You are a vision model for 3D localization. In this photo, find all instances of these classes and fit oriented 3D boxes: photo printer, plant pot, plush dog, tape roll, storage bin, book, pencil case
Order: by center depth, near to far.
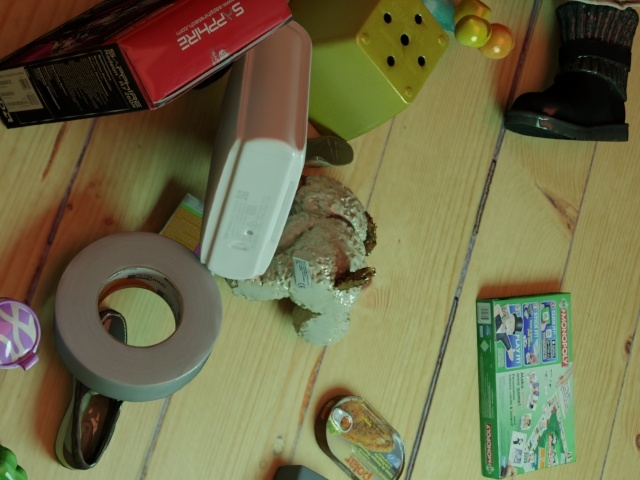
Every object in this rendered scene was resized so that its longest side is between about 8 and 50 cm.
[{"bbox_3d":[-0.402,0.112,1.460,0.086,0.206,0.088,-48,112,-22],"label":"pencil case"},{"bbox_3d":[-0.243,0.100,1.605,0.219,0.072,0.219,6,63,-12],"label":"tape roll"},{"bbox_3d":[-0.086,-0.139,1.647,0.107,0.256,0.307,12,44,-9],"label":"photo printer"},{"bbox_3d":[-0.187,0.017,1.712,0.096,0.035,0.144,30,67,7],"label":"book"},{"bbox_3d":[0.000,0.000,1.818,0.262,0.211,0.225,35,45,-33],"label":"plush dog"},{"bbox_3d":[-0.018,0.403,1.846,0.135,0.098,0.091,34,58,-34],"label":"storage bin"},{"bbox_3d":[0.066,-0.295,1.857,0.212,0.187,0.212,47,63,-29],"label":"plant pot"}]

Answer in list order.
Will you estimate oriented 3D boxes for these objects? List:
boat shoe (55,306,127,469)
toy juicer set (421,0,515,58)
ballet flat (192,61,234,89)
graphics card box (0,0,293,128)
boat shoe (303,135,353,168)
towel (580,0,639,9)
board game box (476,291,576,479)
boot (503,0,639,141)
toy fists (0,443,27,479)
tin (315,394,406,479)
[{"bbox_3d":[-0.295,0.201,1.628,0.080,0.073,0.223,21,76,-37],"label":"boat shoe"},{"bbox_3d":[0.175,-0.369,1.952,0.329,0.209,0.089,20,114,-36],"label":"toy juicer set"},{"bbox_3d":[-0.147,-0.283,1.783,0.173,0.049,0.057,-50,161,-27],"label":"ballet flat"},{"bbox_3d":[-0.237,-0.237,1.490,0.233,0.371,0.094,-39,113,-32],"label":"graphics card box"},{"bbox_3d":[-0.011,-0.137,1.883,0.135,0.045,0.050,3,81,-35],"label":"boat shoe"},{"bbox_3d":[0.467,-0.482,2.200,0.282,0.187,0.049,-1,123,-37],"label":"towel"},{"bbox_3d":[0.375,0.258,2.193,0.213,0.046,0.317,-2,91,-40],"label":"board game box"},{"bbox_3d":[0.458,-0.314,2.209,0.348,0.131,0.260,-3,98,-50],"label":"boot"},{"bbox_3d":[-0.451,0.268,1.487,0.142,0.096,0.279,-35,109,-35],"label":"toy fists"},{"bbox_3d":[0.065,0.326,1.945,0.189,0.040,0.106,48,57,-28],"label":"tin"}]
